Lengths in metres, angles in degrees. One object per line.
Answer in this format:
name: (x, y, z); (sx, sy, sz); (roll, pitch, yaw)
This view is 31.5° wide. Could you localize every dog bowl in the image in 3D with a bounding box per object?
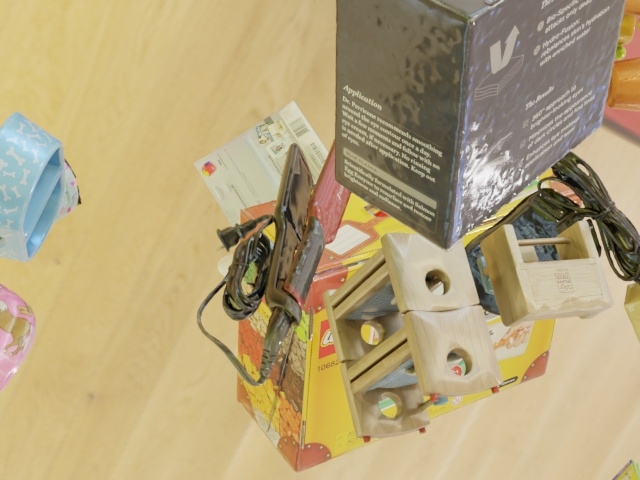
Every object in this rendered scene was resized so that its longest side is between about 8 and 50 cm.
dog bowl: (-0.418, -0.063, 1.589); (0.297, 0.074, 0.166); (124, -12, -69)

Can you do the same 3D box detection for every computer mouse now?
computer mouse: (0.288, 0.009, 1.433); (0.072, 0.188, 0.272); (-36, 180, -43)

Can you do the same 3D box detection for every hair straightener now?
hair straightener: (-0.034, 0.011, 0.820); (0.230, 0.089, 0.047); (-76, 148, -42)

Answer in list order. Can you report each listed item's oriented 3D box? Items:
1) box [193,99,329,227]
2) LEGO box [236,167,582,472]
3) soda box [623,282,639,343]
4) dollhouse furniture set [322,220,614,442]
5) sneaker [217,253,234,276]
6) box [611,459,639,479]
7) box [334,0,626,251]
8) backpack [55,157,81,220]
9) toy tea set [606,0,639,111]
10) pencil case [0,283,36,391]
box: (-0.082, -0.109, 1.756); (0.186, 0.145, 0.038); (-32, 157, -2)
LEGO box: (0.134, 0.089, 1.754); (0.500, 0.193, 0.372); (-16, 128, -28)
soda box: (0.458, 0.065, 1.351); (0.061, 0.181, 0.058); (64, 26, -14)
dollhouse furniture set: (0.121, 0.072, 0.903); (0.184, 0.129, 0.129); (-4, 158, -25)
sneaker: (-0.102, 0.029, 1.816); (0.061, 0.152, 0.053); (60, 38, -41)
box: (0.406, 0.379, 1.496); (0.043, 0.179, 0.105); (34, 108, -10)
box: (0.091, -0.108, 0.641); (0.156, 0.093, 0.158); (-37, 145, -31)
backpack: (-0.485, -0.073, 1.874); (0.115, 0.182, 0.152); (-47, 123, -48)
toy tea set: (0.428, -0.331, 1.461); (0.124, 0.200, 0.336); (-2, 114, -2)
pencil case: (-0.495, 0.048, 1.230); (0.167, 0.160, 0.386); (-44, 127, 6)
